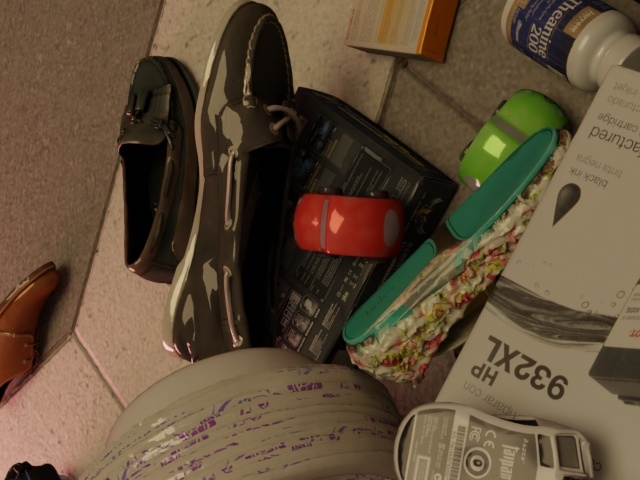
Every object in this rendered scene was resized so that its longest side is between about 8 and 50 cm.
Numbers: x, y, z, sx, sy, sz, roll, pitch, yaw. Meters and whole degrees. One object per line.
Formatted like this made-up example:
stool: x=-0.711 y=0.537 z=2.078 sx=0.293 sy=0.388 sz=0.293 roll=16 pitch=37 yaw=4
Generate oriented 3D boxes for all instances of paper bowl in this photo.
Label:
paper bowl: x=-0.065 y=0.197 z=0.974 sx=0.284 sy=0.284 sz=0.148 roll=-46 pitch=53 yaw=29

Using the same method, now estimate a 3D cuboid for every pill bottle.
pill bottle: x=0.204 y=-0.158 z=0.929 sx=0.120 sy=0.067 sz=0.067 roll=43 pitch=112 yaw=39

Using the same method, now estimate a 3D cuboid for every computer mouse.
computer mouse: x=0.135 y=0.141 z=0.730 sx=0.193 sy=0.042 sz=0.106 roll=9 pitch=86 yaw=35

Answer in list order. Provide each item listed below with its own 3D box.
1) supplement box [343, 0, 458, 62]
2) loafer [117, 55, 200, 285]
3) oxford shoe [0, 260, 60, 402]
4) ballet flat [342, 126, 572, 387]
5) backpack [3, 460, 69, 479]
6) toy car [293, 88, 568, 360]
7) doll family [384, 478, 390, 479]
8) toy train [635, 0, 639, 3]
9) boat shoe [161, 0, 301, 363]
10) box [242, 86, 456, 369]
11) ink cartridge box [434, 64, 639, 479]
supplement box: x=0.073 y=-0.200 z=1.082 sx=0.098 sy=0.036 sz=0.062 roll=18 pitch=96 yaw=44
loafer: x=-0.176 y=-0.083 z=1.266 sx=0.096 sy=0.084 sz=0.267 roll=-24 pitch=67 yaw=39
oxford shoe: x=-0.365 y=0.117 z=1.438 sx=0.076 sy=0.076 sz=0.212 roll=38 pitch=109 yaw=9
ballet flat: x=0.117 y=0.018 z=0.896 sx=0.241 sy=0.077 sz=0.091 roll=-46 pitch=18 yaw=17
backpack: x=-0.321 y=0.321 z=1.335 sx=0.105 sy=0.084 sz=0.114 roll=45 pitch=109 yaw=39
toy car: x=0.113 y=-0.026 z=0.957 sx=0.239 sy=0.053 sz=0.225 roll=38 pitch=102 yaw=13
doll family: x=0.087 y=0.237 z=0.836 sx=0.163 sy=0.263 sz=0.118 roll=29 pitch=96 yaw=25
toy train: x=0.221 y=-0.276 z=0.918 sx=0.143 sy=0.105 sz=0.248 roll=-54 pitch=50 yaw=10
boat shoe: x=-0.058 y=-0.041 z=1.057 sx=0.095 sy=0.112 sz=0.335 roll=15 pitch=99 yaw=26
box: x=0.000 y=0.000 z=1.101 sx=0.183 sy=0.059 sz=0.232 roll=39 pitch=110 yaw=38
ink cartridge box: x=0.234 y=0.069 z=0.787 sx=0.223 sy=0.129 sz=0.307 roll=30 pitch=93 yaw=42
